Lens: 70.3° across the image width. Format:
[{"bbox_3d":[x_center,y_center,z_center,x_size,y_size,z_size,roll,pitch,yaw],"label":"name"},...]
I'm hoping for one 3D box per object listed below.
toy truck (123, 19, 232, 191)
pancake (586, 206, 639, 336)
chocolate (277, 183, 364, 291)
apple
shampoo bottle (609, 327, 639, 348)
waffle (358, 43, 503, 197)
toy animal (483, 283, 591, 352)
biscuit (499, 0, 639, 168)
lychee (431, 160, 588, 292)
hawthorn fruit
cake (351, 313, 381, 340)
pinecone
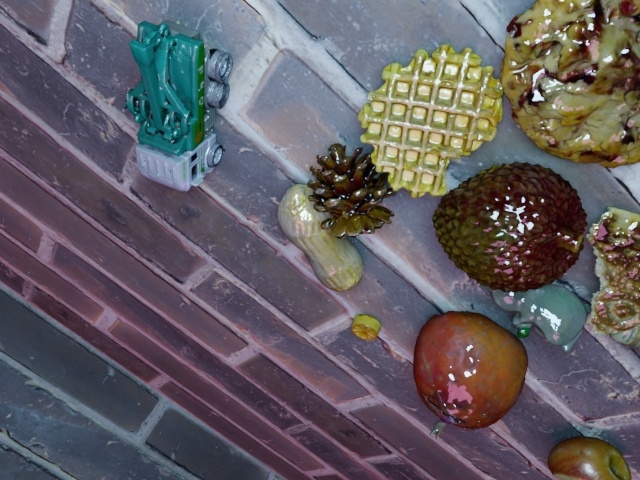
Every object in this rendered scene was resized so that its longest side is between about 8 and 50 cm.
[{"bbox_3d":[-0.303,-0.272,0.938,0.176,0.178,0.363,22,140,7],"label":"toy truck"},{"bbox_3d":[0.583,0.078,0.864,0.266,0.057,0.245,29,124,3],"label":"pancake"},{"bbox_3d":[0.000,0.000,1.068,0.134,0.134,0.309,-9,128,33],"label":"chocolate"},{"bbox_3d":[0.737,0.629,1.253,0.195,0.160,0.173,39,133,-8],"label":"apple"},{"bbox_3d":[0.649,0.181,0.934,0.162,0.079,0.079,16,136,14],"label":"shampoo bottle"},{"bbox_3d":[0.197,-0.201,0.789,0.253,0.056,0.249,-20,110,20],"label":"waffle"},{"bbox_3d":[0.437,0.120,0.983,0.251,0.127,0.125,39,150,10],"label":"toy animal"},{"bbox_3d":[0.415,-0.224,0.640,0.334,0.081,0.289,39,143,-27],"label":"biscuit"},{"bbox_3d":[0.325,-0.026,0.805,0.271,0.236,0.236,10,139,51],"label":"lychee"},{"bbox_3d":[0.338,0.334,1.088,0.276,0.307,0.276,23,150,14],"label":"hawthorn fruit"},{"bbox_3d":[0.129,0.245,1.294,0.084,0.044,0.084,15,137,15],"label":"cake"},{"bbox_3d":[0.063,-0.100,0.908,0.150,0.179,0.195,-33,89,43],"label":"pinecone"}]
